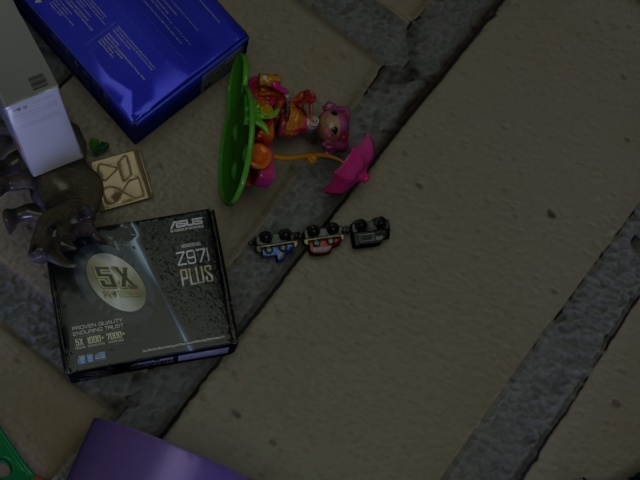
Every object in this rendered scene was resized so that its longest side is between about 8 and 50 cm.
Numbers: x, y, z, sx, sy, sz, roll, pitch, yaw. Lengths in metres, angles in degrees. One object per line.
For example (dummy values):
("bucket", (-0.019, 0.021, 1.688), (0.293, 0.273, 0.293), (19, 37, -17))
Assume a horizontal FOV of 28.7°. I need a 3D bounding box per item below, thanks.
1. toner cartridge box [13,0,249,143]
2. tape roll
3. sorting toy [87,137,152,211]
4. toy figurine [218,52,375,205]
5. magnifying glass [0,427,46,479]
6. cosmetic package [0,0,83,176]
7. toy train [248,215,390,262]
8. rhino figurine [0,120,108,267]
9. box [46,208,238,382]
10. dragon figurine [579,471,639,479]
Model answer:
("toner cartridge box", (-0.254, -0.291, 1.385), (0.165, 0.075, 0.348), (-39, 84, -16))
("tape roll", (-0.149, 0.244, 1.212), (0.189, 0.189, 0.080), (23, 76, -1))
("sorting toy", (-0.224, -0.078, 1.370), (0.062, 0.012, 0.083), (-17, 83, -6))
("toy figurine", (-0.019, -0.113, 1.364), (0.159, 0.130, 0.173), (6, 67, -18))
("magnifying glass", (-0.316, 0.237, 1.266), (0.231, 0.026, 0.092), (31, 48, -3))
("cosmetic package", (-0.318, -0.179, 1.283), (0.060, 0.099, 0.239), (-25, 50, -11))
("toy train", (0.000, 0.000, 1.374), (0.158, 0.027, 0.036), (-7, 88, -9))
("rhino figurine", (-0.278, -0.053, 1.279), (0.106, 0.073, 0.243), (-18, 44, -12))
("box", (-0.187, 0.058, 1.308), (0.180, 0.077, 0.147), (-9, 77, -9))
("dragon figurine", (0.409, 0.237, 1.338), (0.289, 0.085, 0.144), (12, 75, -5))
